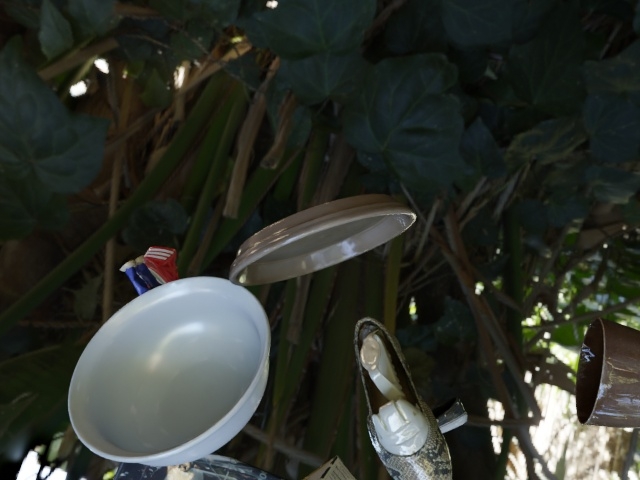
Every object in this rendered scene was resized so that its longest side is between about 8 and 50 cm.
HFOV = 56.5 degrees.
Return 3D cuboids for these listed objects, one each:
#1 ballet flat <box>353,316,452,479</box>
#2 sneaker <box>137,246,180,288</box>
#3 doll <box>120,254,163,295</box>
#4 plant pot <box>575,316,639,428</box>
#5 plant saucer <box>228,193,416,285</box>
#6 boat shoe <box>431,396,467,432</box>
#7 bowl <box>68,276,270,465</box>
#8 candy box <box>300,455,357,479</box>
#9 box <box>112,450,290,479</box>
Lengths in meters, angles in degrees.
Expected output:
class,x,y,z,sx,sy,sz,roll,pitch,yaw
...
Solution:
class,x,y,z,sx,sy,sz,roll,pitch,yaw
ballet flat,0.168,0.380,1.448,0.164,0.482,0.182,-25,132,6
sneaker,-0.385,0.098,1.576,0.087,0.128,0.221,-3,141,29
doll,-0.364,0.125,1.315,0.189,0.046,0.129,52,-159,0
plant pot,0.644,0.276,1.161,0.230,0.215,0.215,9,168,14
plant saucer,0.000,0.000,0.847,0.278,0.041,0.278,-18,167,-4
boat shoe,0.268,0.464,1.523,0.229,0.076,0.080,-19,-178,-12
bowl,-0.195,0.206,0.868,0.298,0.298,0.134,10,141,30
candy box,-0.045,0.451,0.927,0.071,0.159,0.233,52,-160,8
box,-0.262,0.694,1.245,0.472,0.479,0.297,24,157,-5
